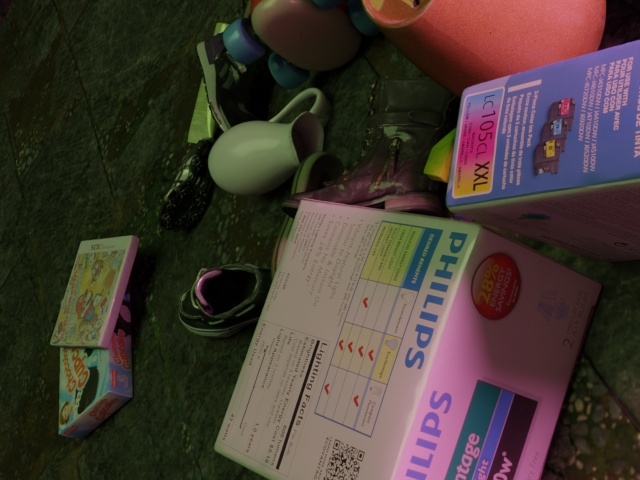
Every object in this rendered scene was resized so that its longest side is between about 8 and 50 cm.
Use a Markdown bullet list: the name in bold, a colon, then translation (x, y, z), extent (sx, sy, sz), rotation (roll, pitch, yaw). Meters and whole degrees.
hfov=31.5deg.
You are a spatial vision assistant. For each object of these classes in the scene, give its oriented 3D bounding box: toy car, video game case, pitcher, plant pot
- **toy car**: translation (-0.034, -0.418, 1.885), extent (0.219, 0.210, 0.238), rotation (-29, 56, 32)
- **video game case**: translation (-0.449, 0.103, 2.252), extent (0.206, 0.026, 0.227), rotation (-5, 66, 50)
- **pitcher**: translation (-0.082, -0.167, 1.924), extent (0.207, 0.125, 0.178), rotation (-13, 48, 39)
- **plant pot**: translation (0.169, -0.280, 1.339), extent (0.237, 0.254, 0.237), rotation (-3, 85, 41)

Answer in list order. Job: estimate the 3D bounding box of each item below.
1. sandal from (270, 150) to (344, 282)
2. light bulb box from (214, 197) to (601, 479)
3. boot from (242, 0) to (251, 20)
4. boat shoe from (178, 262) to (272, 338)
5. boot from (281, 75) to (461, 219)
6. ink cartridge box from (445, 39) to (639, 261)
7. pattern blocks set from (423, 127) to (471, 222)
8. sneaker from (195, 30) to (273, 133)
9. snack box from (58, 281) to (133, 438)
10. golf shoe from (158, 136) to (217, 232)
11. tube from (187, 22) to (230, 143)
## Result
- **sandal**: translation (-0.001, -0.002, 1.718), extent (0.086, 0.120, 0.303), rotation (-8, 65, 37)
- **light bulb box**: translation (0.096, 0.160, 1.387), extent (0.361, 0.225, 0.358), rotation (11, 81, 55)
- **boot**: translation (-0.048, -0.573, 2.083), extent (0.377, 0.138, 0.284), rotation (-56, 35, 27)
- **boat shoe**: translation (-0.154, 0.083, 1.873), extent (0.335, 0.119, 0.121), rotation (-16, 59, 50)
- **boot**: translation (0.078, -0.130, 1.652), extent (0.263, 0.091, 0.229), rotation (-2, 68, 19)
- **ink cartridge box**: translation (0.360, -0.084, 1.113), extent (0.395, 0.270, 0.151), rotation (-5, 73, 53)
- **pattern blocks set**: translation (0.245, -0.137, 1.452), extent (0.285, 0.026, 0.325), rotation (-14, 44, 52)
- **sneaker**: translation (-0.138, -0.283, 2.072), extent (0.124, 0.107, 0.283), rotation (-28, 59, 15)
- **snack box**: translation (-0.451, 0.212, 2.268), extent (0.187, 0.060, 0.322), rotation (-41, 43, 34)
- **golf shoe**: translation (-0.244, -0.107, 2.160), extent (0.198, 0.077, 0.094), rotation (-56, 21, 10)
- **tube**: translation (-0.206, -0.303, 2.221), extent (0.070, 0.062, 0.240), rotation (20, -94, -85)
